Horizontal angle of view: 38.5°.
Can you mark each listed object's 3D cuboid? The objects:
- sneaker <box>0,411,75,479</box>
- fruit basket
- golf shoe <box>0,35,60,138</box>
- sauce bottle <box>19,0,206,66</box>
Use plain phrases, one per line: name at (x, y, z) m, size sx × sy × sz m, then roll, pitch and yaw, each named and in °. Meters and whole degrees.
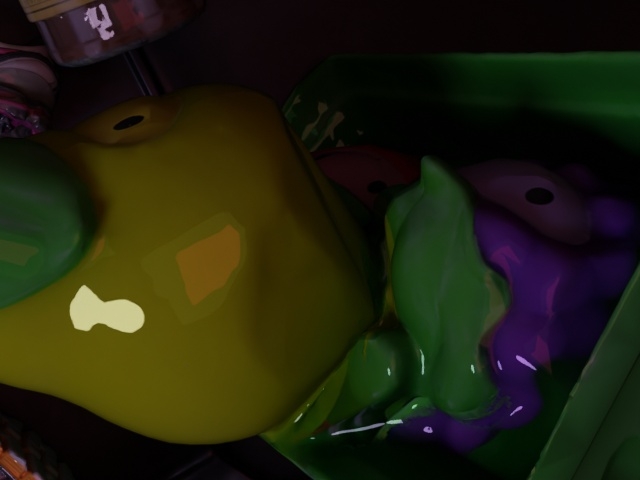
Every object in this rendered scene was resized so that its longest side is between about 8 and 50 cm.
sneaker at (-0.181, 0.193, 0.584) m, size 0.083 × 0.084 × 0.215 m, roll -39°, pitch 103°, yaw -8°
fruit basket at (0.000, 0.000, 0.486) m, size 0.392 × 0.392 × 0.283 m, roll 35°, pitch 81°, yaw -16°
golf shoe at (-0.257, -0.101, 0.565) m, size 0.186 × 0.067 × 0.086 m, roll 7°, pitch 59°, yaw -15°
sauce bottle at (-0.179, -0.273, 0.520) m, size 0.111 × 0.111 × 0.344 m, roll -30°, pitch 112°, yaw -15°
